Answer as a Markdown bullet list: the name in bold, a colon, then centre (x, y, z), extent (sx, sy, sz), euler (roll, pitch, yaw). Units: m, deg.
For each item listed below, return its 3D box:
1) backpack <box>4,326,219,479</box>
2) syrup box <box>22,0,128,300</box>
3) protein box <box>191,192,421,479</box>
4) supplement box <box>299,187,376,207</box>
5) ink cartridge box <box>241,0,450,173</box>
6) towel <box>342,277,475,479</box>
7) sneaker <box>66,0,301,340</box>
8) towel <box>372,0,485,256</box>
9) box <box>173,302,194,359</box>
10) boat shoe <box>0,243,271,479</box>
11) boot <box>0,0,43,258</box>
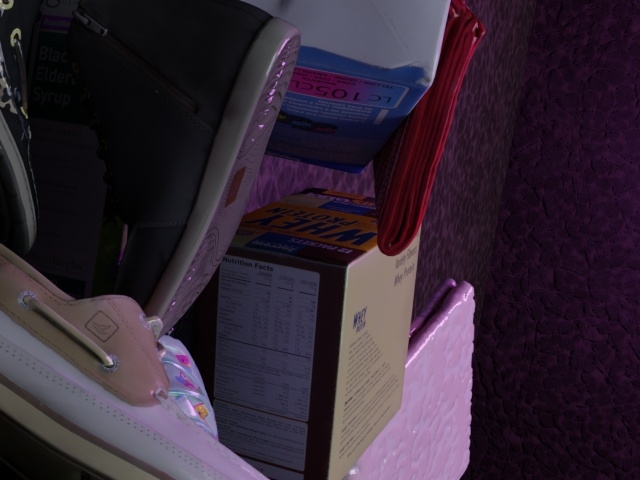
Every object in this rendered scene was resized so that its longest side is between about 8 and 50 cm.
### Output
- **backpack**: centre (-0.128, 0.142, 0.645), extent (0.152, 0.115, 0.182), euler (-16, 140, -27)
- **syrup box**: centre (-0.141, -0.068, 0.650), extent (0.096, 0.093, 0.236), euler (-2, 102, -70)
- **protein box**: centre (-0.010, 0.081, 0.855), extent (0.200, 0.136, 0.201), euler (-30, 128, -64)
- **supplement box**: centre (0.000, 0.000, 1.076), extent (0.188, 0.104, 0.080), euler (-32, 129, -66)
- **ink cartridge box**: centre (0.012, -0.215, 0.798), extent (0.395, 0.151, 0.270), euler (123, -20, -83)
- **towel**: centre (0.101, 0.253, 1.175), extent (0.317, 0.053, 0.331), euler (-42, 137, -44)
- **sneaker**: centre (-0.104, -0.047, 0.564), extent (0.222, 0.118, 0.083), euler (-66, 173, 18)
- **towel**: centre (0.080, -0.128, 0.797), extent (0.275, 0.031, 0.199), euler (-86, -170, -64)
- **box**: centre (-0.120, 0.138, 0.874), extent (0.183, 0.059, 0.232), euler (76, 31, -50)
- **boat shoe**: centre (-0.126, 0.075, 0.502), extent (0.113, 0.302, 0.103), euler (-36, -157, 53)
- **boot**: centre (-0.176, -0.122, 0.540), extent (0.236, 0.085, 0.178), euler (84, 22, -43)
